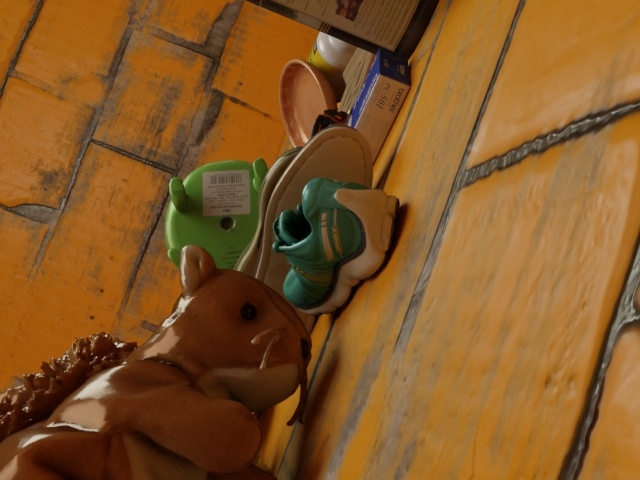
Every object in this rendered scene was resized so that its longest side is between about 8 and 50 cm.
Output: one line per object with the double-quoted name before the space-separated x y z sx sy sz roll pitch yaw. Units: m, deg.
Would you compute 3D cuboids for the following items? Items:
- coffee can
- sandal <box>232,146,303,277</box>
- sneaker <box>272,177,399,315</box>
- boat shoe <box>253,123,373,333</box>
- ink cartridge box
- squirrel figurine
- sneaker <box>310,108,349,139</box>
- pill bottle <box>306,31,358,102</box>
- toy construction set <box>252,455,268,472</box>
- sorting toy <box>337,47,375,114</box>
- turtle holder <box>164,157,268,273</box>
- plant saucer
"coffee can" 0.022 -0.384 1.244 0.201 0.275 0.202 -159 90 -83
"sandal" -0.055 -0.006 1.508 0.086 0.120 0.303 34 107 54
"sneaker" 0.000 0.000 0.995 0.275 0.110 0.107 124 164 -64
"boat shoe" -0.019 -0.010 1.158 0.097 0.116 0.324 -90 16 -61
"ink cartridge box" 0.057 -0.143 1.218 0.097 0.046 0.207 -84 16 -57
"squirrel figurine" -0.203 0.183 0.967 0.397 0.281 0.370 4 53 36
"sneaker" 0.008 -0.086 1.364 0.087 0.083 0.221 91 -163 -62
"pill bottle" 0.033 -0.347 1.731 0.184 0.103 0.103 122 166 -58
"toy construction set" -0.183 0.351 1.184 0.328 0.151 0.215 122 166 -57
"sorting toy" 0.054 -0.225 1.530 0.193 0.038 0.208 130 155 -69
"turtle holder" -0.147 0.018 1.700 0.243 0.320 0.227 -32 -15 -9
"plant saucer" -0.018 -0.246 1.732 0.200 0.037 0.200 42 141 47
